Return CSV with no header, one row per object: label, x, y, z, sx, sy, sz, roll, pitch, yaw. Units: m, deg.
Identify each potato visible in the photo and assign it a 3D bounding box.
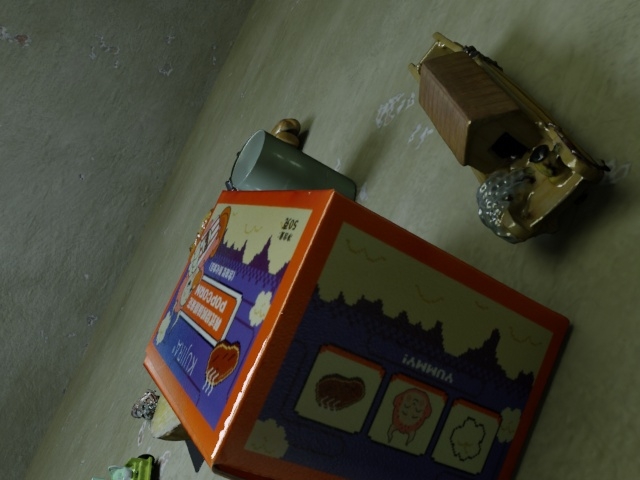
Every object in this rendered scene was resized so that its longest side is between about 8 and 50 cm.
potato,-0.219,0.295,1.161,0.239,0.116,0.299,-40,21,26

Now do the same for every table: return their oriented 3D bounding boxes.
table,-0.052,-0.114,1.116,0.126,0.220,0.126,-41,34,36

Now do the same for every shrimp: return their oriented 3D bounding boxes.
shrimp,-0.453,0.444,1.510,0.190,0.074,0.073,-18,17,43

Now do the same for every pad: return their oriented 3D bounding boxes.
pad,-0.264,0.424,1.244,0.112,0.003,0.157,-62,26,-1

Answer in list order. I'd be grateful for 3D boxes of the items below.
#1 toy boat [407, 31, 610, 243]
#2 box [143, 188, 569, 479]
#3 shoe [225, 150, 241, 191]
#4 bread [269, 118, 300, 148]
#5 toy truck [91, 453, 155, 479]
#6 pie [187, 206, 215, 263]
toy boat,0.206,-0.163,0.748,0.136,0.162,0.445,-52,27,27
box,0.013,0.120,0.651,0.349,0.319,0.256,11,77,63
shoe,-0.221,-0.152,1.600,0.099,0.112,0.227,4,68,62
bread,-0.118,-0.216,1.506,0.134,0.081,0.225,-14,55,64
toy truck,-0.507,0.627,1.353,0.259,0.135,0.128,-56,25,22
pie,-0.244,-0.004,1.179,0.191,0.033,0.088,-57,26,25
